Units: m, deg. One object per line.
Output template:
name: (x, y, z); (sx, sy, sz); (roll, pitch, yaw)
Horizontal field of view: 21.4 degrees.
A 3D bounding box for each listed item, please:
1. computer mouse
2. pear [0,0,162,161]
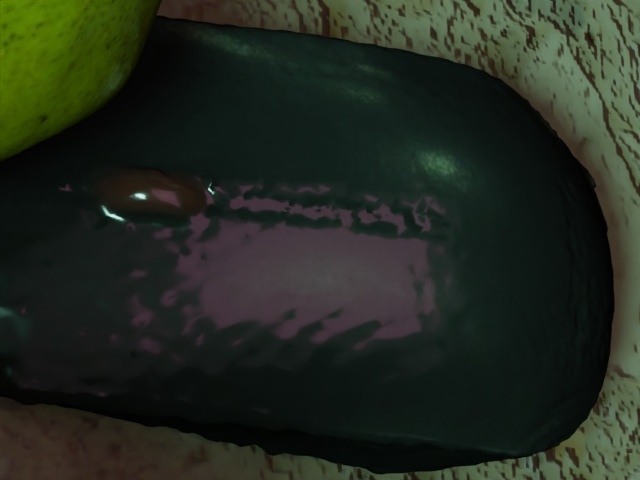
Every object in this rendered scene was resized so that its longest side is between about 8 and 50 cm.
computer mouse: (0.003, -0.001, 0.658); (0.295, 0.087, 0.168); (10, 73, -28)
pear: (-0.132, -0.122, 0.544); (0.198, 0.198, 0.198); (9, 73, -32)
